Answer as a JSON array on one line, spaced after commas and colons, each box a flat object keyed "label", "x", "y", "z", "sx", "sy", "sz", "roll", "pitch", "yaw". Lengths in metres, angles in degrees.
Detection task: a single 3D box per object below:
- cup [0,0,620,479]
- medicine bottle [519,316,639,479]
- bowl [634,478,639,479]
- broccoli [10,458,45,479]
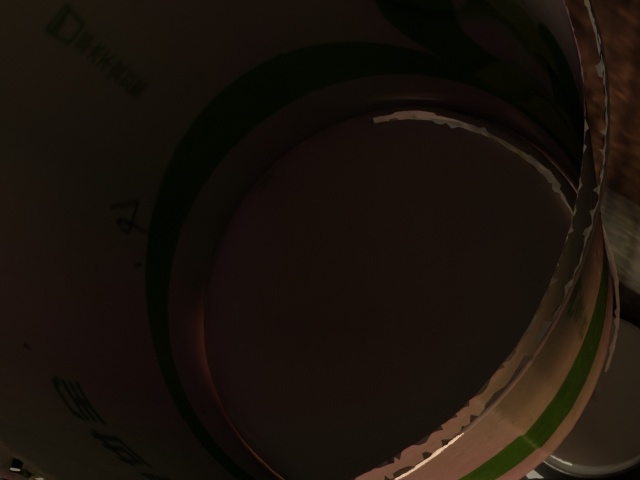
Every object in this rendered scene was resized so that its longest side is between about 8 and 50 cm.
[{"label": "cup", "x": 0.000, "y": 0.000, "z": 0.657, "sx": 0.253, "sy": 0.253, "sz": 0.274, "roll": 34, "pitch": 176, "yaw": 23}, {"label": "medicine bottle", "x": 0.146, "y": 0.102, "z": 0.952, "sx": 0.107, "sy": 0.107, "sz": 0.191, "roll": 35, "pitch": 170, "yaw": 16}, {"label": "bowl", "x": 0.191, "y": 0.257, "z": 0.923, "sx": 0.289, "sy": 0.289, "sz": 0.146, "roll": 47, "pitch": -155, "yaw": -44}, {"label": "broccoli", "x": -0.183, "y": 0.030, "z": 1.405, "sx": 0.348, "sy": 0.293, "sz": 0.281, "roll": 57, "pitch": -152, "yaw": -7}]
